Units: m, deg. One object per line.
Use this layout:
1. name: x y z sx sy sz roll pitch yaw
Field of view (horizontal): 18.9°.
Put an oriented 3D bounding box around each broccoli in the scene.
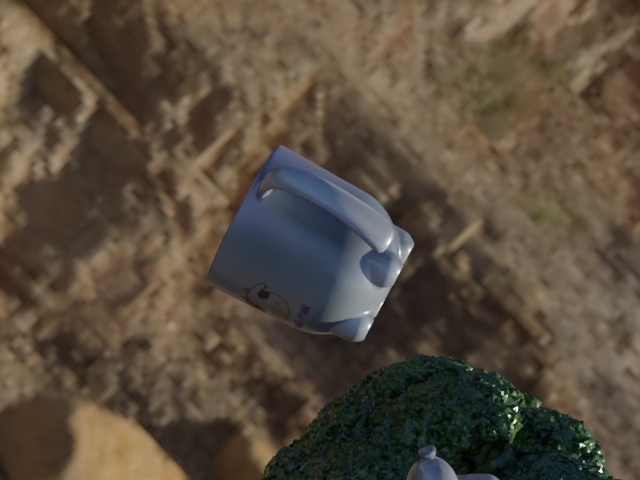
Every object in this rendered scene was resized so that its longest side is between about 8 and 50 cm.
1. broccoli: 0.102 0.257 1.691 0.310 0.413 0.321 65 24 -19

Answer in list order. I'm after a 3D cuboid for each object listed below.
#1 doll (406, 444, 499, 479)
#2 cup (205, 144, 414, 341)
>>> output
1. doll: 0.085 0.212 1.285 0.160 0.059 0.161 -5 93 -73
2. cup: 0.003 -0.004 1.609 0.142 0.173 0.134 28 37 3
